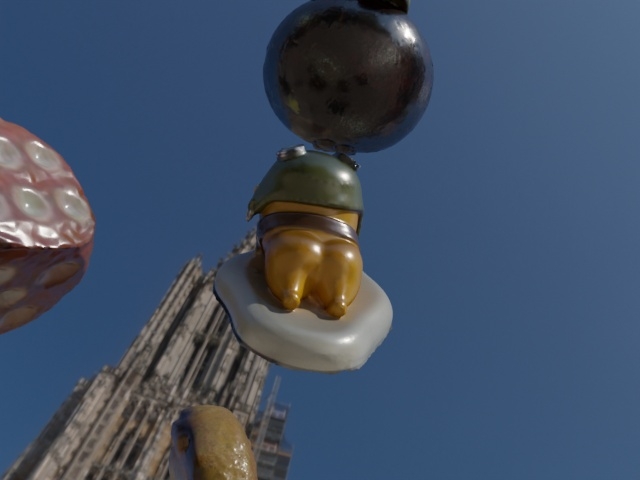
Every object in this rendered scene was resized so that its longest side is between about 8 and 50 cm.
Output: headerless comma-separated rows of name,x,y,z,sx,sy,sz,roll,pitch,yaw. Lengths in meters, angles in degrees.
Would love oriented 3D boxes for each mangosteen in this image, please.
mangosteen,0.047,-0.277,1.180,0.288,0.288,0.287,3,-65,6

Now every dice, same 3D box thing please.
dice,-0.342,-0.013,0.720,0.179,0.175,0.174,-42,-108,25

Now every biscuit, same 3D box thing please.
biscuit,-0.114,0.333,0.825,0.102,0.296,0.296,0,-63,-17

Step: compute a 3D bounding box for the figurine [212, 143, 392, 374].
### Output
figurine,0.000,0.000,0.660,0.167,0.250,0.140,10,-72,-12
